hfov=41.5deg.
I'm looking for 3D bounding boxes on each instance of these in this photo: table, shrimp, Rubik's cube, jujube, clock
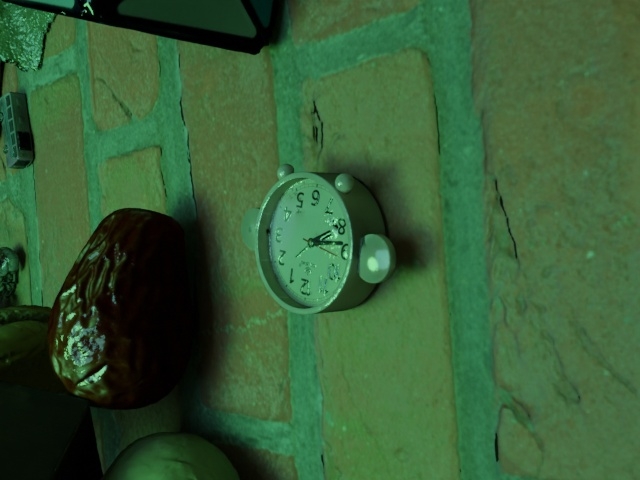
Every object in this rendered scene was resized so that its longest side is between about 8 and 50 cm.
[{"bbox_3d":[-0.430,0.330,1.069,0.251,0.196,0.282,12,135,4],"label":"table"},{"bbox_3d":[-0.586,0.080,1.540,0.065,0.057,0.165,39,123,31],"label":"shrimp"},{"bbox_3d":[-0.199,-0.361,0.956,0.246,0.248,0.249,22,107,43],"label":"Rubik's cube"},{"bbox_3d":[-0.250,0.088,1.092,0.190,0.190,0.255,0,80,47],"label":"jujube"},{"bbox_3d":[0.000,0.000,0.904,0.229,0.063,0.155,12,98,43],"label":"clock"}]

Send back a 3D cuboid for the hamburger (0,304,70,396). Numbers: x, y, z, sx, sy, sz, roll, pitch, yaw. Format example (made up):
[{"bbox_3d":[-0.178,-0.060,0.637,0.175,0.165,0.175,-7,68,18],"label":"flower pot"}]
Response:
[{"bbox_3d":[-0.494,0.214,1.282,0.144,0.283,0.259,43,132,19],"label":"hamburger"}]

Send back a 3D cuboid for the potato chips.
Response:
[{"bbox_3d":[-0.498,-0.412,1.413,0.167,0.059,0.228,44,118,29],"label":"potato chips"}]

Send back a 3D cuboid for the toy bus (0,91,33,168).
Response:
[{"bbox_3d":[-0.532,-0.193,1.478,0.052,0.037,0.130,-18,78,41],"label":"toy bus"}]

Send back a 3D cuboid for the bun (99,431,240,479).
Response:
[{"bbox_3d":[-0.207,0.426,1.042,0.361,0.213,0.360,3,94,49],"label":"bun"}]
